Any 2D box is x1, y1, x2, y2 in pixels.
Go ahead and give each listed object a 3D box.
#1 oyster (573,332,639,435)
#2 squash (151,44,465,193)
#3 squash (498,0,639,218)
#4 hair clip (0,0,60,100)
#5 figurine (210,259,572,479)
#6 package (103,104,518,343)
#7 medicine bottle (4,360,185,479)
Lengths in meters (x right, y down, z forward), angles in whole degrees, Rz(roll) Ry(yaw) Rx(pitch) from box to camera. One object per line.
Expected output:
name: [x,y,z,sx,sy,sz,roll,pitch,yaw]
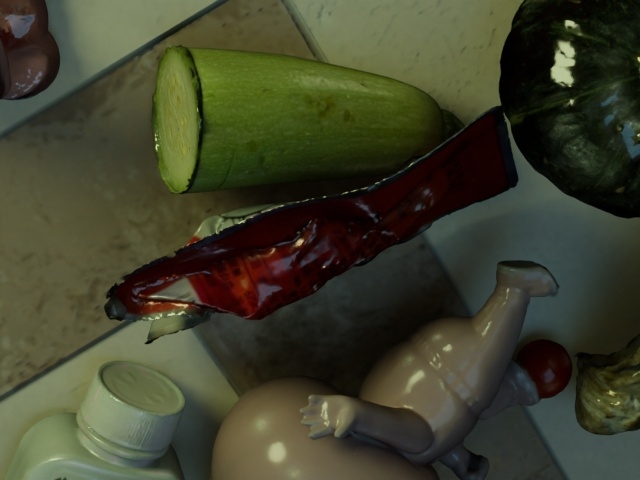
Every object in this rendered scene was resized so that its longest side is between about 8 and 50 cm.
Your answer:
oyster: [0.277,0.034,1.250,0.166,0.094,0.294,-35,166,-28]
squash: [0.005,-0.070,1.181,0.224,0.094,0.094,2,118,-26]
squash: [0.209,-0.101,1.168,0.193,0.156,0.193,6,74,-20]
hair clip: [-0.232,-0.125,1.102,0.138,0.102,0.123,1,122,21]
figurine: [0.057,0.141,1.263,0.287,0.176,0.186,-37,98,-11]
package: [0.000,0.000,1.168,0.269,0.194,0.071,-19,85,2]
medicine bottle: [-0.154,0.174,1.271,0.119,0.069,0.183,16,112,-21]
